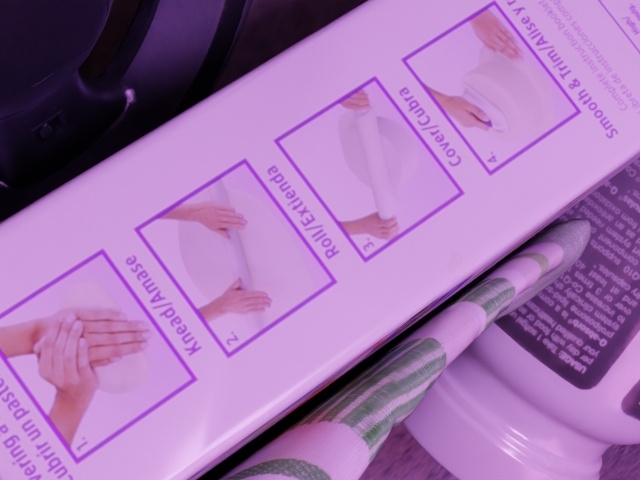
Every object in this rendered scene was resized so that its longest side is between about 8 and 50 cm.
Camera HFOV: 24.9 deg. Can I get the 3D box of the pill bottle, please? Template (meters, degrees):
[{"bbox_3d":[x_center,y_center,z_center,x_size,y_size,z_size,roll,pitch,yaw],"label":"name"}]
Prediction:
[{"bbox_3d":[0.169,0.013,0.817,0.278,0.162,0.162,-55,151,16],"label":"pill bottle"}]

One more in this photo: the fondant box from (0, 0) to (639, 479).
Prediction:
[{"bbox_3d":[0.000,0.000,0.550,0.330,0.096,0.238,-35,175,-22],"label":"fondant box"}]

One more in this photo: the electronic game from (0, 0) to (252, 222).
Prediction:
[{"bbox_3d":[-0.105,-0.080,0.445,0.229,0.048,0.229,-30,140,-29],"label":"electronic game"}]

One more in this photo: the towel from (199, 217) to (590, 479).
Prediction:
[{"bbox_3d":[-0.016,0.101,0.648,0.248,0.038,0.325,-39,175,29],"label":"towel"}]
